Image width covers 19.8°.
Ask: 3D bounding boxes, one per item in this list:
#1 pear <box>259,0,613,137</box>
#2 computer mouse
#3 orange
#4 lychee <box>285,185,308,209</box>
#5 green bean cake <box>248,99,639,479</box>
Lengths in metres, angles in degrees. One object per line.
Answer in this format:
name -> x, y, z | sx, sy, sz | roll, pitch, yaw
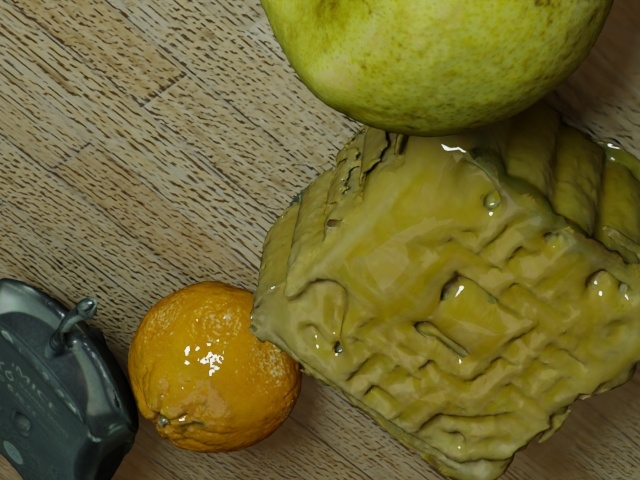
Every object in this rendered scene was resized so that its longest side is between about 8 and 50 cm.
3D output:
pear -> 0.068, -0.153, 0.951 | 0.197, 0.197, 0.197 | 14, 142, 12
computer mouse -> -0.198, 0.107, 1.452 | 0.167, 0.090, 0.379 | 47, 152, 5
orange -> -0.082, 0.101, 1.388 | 0.135, 0.118, 0.136 | 16, 148, 10
lychee -> 0.000, 0.000, 1.260 | 0.067, 0.068, 0.083 | 28, 117, 41
green bean cake -> 0.093, 0.022, 1.146 | 0.229, 0.131, 0.224 | 36, 122, -16
